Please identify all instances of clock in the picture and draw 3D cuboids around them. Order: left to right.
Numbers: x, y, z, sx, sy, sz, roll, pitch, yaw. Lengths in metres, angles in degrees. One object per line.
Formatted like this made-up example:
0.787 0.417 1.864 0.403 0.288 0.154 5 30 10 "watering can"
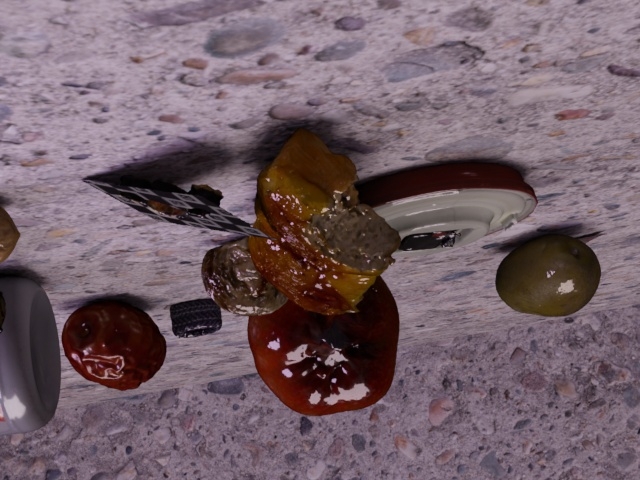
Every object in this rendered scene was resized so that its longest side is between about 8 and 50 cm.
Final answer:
0.155 -0.028 1.290 0.318 0.080 0.318 -9 167 -2 "clock"

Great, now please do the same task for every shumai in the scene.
-0.114 0.049 1.368 0.139 0.123 0.105 5 155 2 "shumai"

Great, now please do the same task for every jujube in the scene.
-0.397 0.202 1.721 0.174 0.174 0.250 -11 155 10 "jujube"

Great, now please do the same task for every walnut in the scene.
-0.399 -0.009 1.030 0.096 0.083 0.079 3 -165 -22 "walnut"

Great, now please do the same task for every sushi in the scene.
-0.157 -0.048 1.016 0.201 0.031 0.139 9 165 34 "sushi"

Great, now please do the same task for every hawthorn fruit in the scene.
0.001 0.171 1.580 0.294 0.295 0.311 -4 162 -19 "hawthorn fruit"

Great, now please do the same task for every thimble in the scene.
-0.256 0.163 1.840 0.104 0.066 0.095 -9 164 0 "thimble"

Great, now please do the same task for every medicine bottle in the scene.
-0.577 0.189 1.365 0.306 0.245 0.245 -7 166 -4 "medicine bottle"

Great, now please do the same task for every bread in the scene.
0.000 0.000 1.093 0.109 0.185 0.380 -48 174 -15 "bread"

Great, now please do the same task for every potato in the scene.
0.442 0.068 1.700 0.174 0.159 0.251 -12 161 -17 "potato"

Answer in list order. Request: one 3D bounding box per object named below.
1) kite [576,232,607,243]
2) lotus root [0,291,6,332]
0.501 -0.001 1.766 0.137 0.005 0.152 -14 166 25 "kite"
-0.590 0.092 1.094 0.195 0.179 0.397 -24 161 40 "lotus root"
